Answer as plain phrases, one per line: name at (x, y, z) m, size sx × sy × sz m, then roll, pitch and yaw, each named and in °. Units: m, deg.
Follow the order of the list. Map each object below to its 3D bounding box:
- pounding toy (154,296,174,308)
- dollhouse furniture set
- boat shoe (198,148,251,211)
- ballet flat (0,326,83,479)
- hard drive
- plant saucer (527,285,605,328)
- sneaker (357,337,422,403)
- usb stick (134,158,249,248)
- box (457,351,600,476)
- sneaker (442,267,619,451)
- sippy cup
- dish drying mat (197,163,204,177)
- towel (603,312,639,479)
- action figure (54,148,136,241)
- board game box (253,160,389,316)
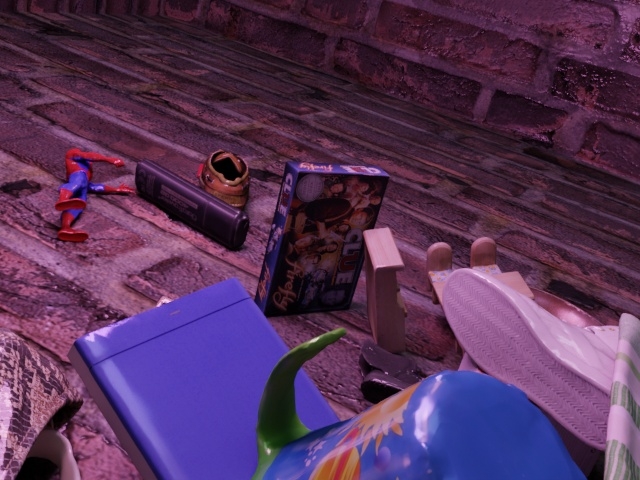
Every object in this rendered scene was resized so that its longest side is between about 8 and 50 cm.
pounding toy at (-0.165, 0.142, 0.808) m, size 0.130 × 0.141 × 0.100 m, roll 23°, pitch 38°, yaw 0°
dollhouse furniture set at (0.194, 0.066, 1.033) m, size 0.241 × 0.161 × 0.212 m, roll -7°, pitch 30°, yaw -3°
boat shoe at (-0.188, -0.133, 1.407) m, size 0.110 × 0.105 × 0.307 m, roll 8°, pitch 26°, yaw -16°
ballet flat at (-0.269, 0.244, 0.505) m, size 0.182 × 0.164 × 0.483 m, roll 36°, pitch 18°, yaw -19°
hard drive at (-0.070, 0.195, 0.662) m, size 0.210 × 0.040 × 0.319 m, roll -21°, pitch 68°, yaw -50°
plant saucer at (0.353, 0.159, 1.152) m, size 0.310 × 0.050 × 0.311 m, roll 13°, pitch 24°, yaw -6°
sneaker at (0.121, 0.195, 0.934) m, size 0.170 × 0.051 × 0.089 m, roll 19°, pitch 29°, yaw 18°
usb stick at (-0.244, -0.072, 1.273) m, size 0.278 × 0.077 × 0.045 m, roll 29°, pitch 33°, yaw 27°
box at (0.276, 0.223, 0.914) m, size 0.170 × 0.091 × 0.130 m, roll 13°, pitch 24°, yaw -5°
sneaker at (0.304, 0.136, 0.892) m, size 0.169 × 0.108 × 0.292 m, roll -9°, pitch 44°, yaw -45°
sippy cup at (0.079, 0.224, 0.544) m, size 0.305 × 0.224 × 0.240 m, roll 33°, pitch 37°, yaw -10°
dish drying mat at (-0.259, -0.156, 1.539) m, size 0.032 × 0.008 × 0.083 m, roll 10°, pitch 24°, yaw -9°
towel at (0.383, 0.261, 0.714) m, size 0.248 × 0.038 × 0.325 m, roll 48°, pitch 41°, yaw -9°
action figure at (-0.399, -0.097, 1.231) m, size 0.139 × 0.092 × 0.280 m, roll -1°, pitch 29°, yaw -18°
board game box at (0.000, 0.000, 1.055) m, size 0.165 × 0.243 × 0.042 m, roll -2°, pitch 29°, yaw -32°
